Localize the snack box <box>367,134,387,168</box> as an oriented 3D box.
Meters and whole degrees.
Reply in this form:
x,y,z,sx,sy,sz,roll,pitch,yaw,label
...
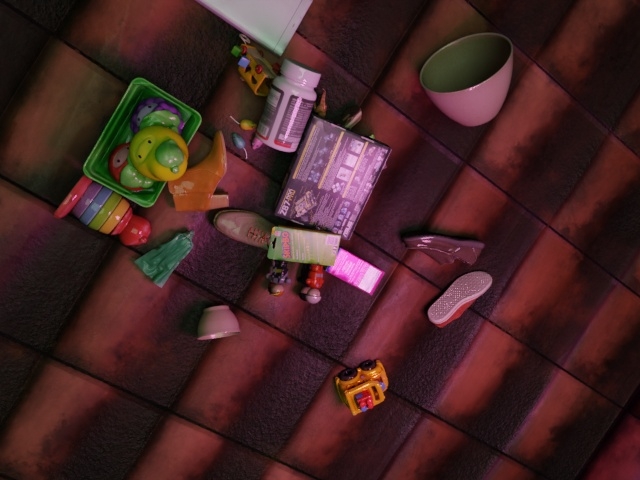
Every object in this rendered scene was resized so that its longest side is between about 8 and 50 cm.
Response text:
x,y,z,sx,sy,sz,roll,pitch,yaw,label
0.187,-0.330,1.809,0.100,0.037,0.141,-27,105,-5,snack box

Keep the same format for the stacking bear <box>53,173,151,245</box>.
x,y,z,sx,sy,sz,roll,pitch,yaw,label
-0.729,-0.085,1.596,0.289,0.175,0.164,37,98,-25,stacking bear

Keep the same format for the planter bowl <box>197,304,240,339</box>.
x,y,z,sx,sy,sz,roll,pitch,yaw,label
-0.390,0.308,1.747,0.162,0.162,0.109,-6,75,-11,planter bowl

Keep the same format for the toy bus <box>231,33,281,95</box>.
x,y,z,sx,sy,sz,roll,pitch,yaw,label
-0.239,-0.605,1.626,0.191,0.202,0.104,30,123,-23,toy bus

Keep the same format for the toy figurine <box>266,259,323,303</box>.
x,y,z,sx,sy,sz,roll,pitch,yaw,label
-0.100,0.157,1.742,0.209,0.213,0.148,7,87,-14,toy figurine

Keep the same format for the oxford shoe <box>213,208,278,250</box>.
x,y,z,sx,sy,sz,roll,pitch,yaw,label
-0.228,-0.031,1.722,0.348,0.130,0.123,16,96,-15,oxford shoe

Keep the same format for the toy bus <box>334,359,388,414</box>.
x,y,z,sx,sy,sz,roll,pitch,yaw,label
0.192,0.616,1.893,0.220,0.211,0.150,-21,102,-10,toy bus

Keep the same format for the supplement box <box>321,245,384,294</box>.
x,y,z,sx,sy,sz,roll,pitch,yaw,label
0.126,0.112,1.837,0.220,0.111,0.114,30,93,-16,supplement box

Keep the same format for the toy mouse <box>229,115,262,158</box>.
x,y,z,sx,sy,sz,roll,pitch,yaw,label
-0.266,-0.373,1.703,0.160,0.031,0.143,9,98,-14,toy mouse

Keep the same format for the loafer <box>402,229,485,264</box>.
x,y,z,sx,sy,sz,roll,pitch,yaw,label
0.507,0.041,1.897,0.365,0.134,0.130,8,98,-14,loafer

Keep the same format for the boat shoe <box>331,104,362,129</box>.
x,y,z,sx,sy,sz,roll,pitch,yaw,label
0.086,-0.430,1.752,0.190,0.068,0.072,-36,147,-7,boat shoe

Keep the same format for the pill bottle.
x,y,z,sx,sy,sz,roll,pitch,yaw,label
-0.110,-0.468,1.602,0.161,0.161,0.283,18,115,-15,pill bottle

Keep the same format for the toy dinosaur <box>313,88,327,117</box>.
x,y,z,sx,sy,sz,roll,pitch,yaw,label
0.005,-0.495,1.692,0.064,0.112,0.212,-13,141,-17,toy dinosaur

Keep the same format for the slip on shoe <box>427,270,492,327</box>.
x,y,z,sx,sy,sz,roll,pitch,yaw,label
0.600,0.251,1.980,0.331,0.123,0.101,-39,138,-8,slip on shoe

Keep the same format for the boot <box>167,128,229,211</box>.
x,y,z,sx,sy,sz,roll,pitch,yaw,label
-0.441,-0.247,1.650,0.211,0.104,0.295,-3,105,-12,boot

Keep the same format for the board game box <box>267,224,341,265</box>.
x,y,z,sx,sy,sz,roll,pitch,yaw,label
-0.061,0.020,1.691,0.259,0.039,0.124,7,105,-19,board game box

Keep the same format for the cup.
x,y,z,sx,sy,sz,roll,pitch,yaw,label
0.569,-0.575,1.732,0.331,0.331,0.237,-41,132,-3,cup

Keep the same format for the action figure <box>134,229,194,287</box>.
x,y,z,sx,sy,sz,roll,pitch,yaw,label
-0.551,0.046,1.700,0.232,0.063,0.137,-43,104,2,action figure

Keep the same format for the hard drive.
x,y,z,sx,sy,sz,roll,pitch,yaw,label
-0.234,-0.848,1.617,0.353,0.047,0.233,30,92,-15,hard drive

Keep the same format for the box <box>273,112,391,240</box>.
x,y,z,sx,sy,sz,roll,pitch,yaw,label
0.038,-0.228,1.723,0.318,0.097,0.395,18,110,-17,box

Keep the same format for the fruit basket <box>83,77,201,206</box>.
x,y,z,sx,sy,sz,roll,pitch,yaw,label
-0.556,-0.301,1.481,0.282,0.392,0.392,30,93,-16,fruit basket

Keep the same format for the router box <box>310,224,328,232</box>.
x,y,z,sx,sy,sz,roll,pitch,yaw,label
0.000,0.000,1.771,0.122,0.092,0.038,30,49,-28,router box
